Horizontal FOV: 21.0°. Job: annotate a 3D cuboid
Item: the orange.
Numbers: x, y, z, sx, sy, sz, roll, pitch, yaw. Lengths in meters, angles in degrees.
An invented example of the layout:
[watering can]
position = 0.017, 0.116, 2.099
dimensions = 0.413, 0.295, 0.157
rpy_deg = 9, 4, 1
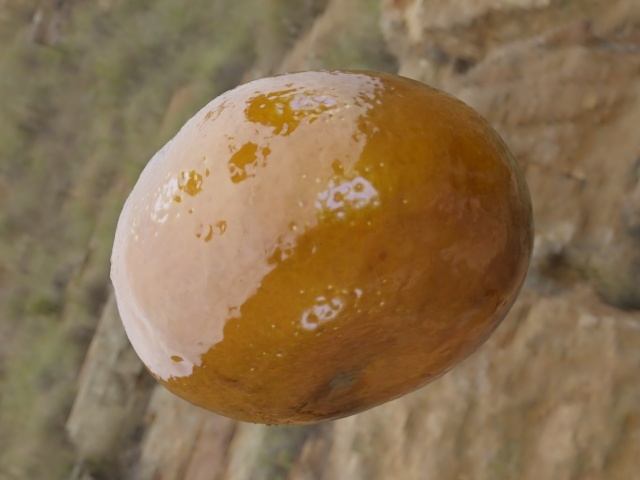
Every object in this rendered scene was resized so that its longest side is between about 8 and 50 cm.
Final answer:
[orange]
position = 0.000, 0.000, 0.974
dimensions = 0.171, 0.240, 0.240
rpy_deg = 68, 150, 31
